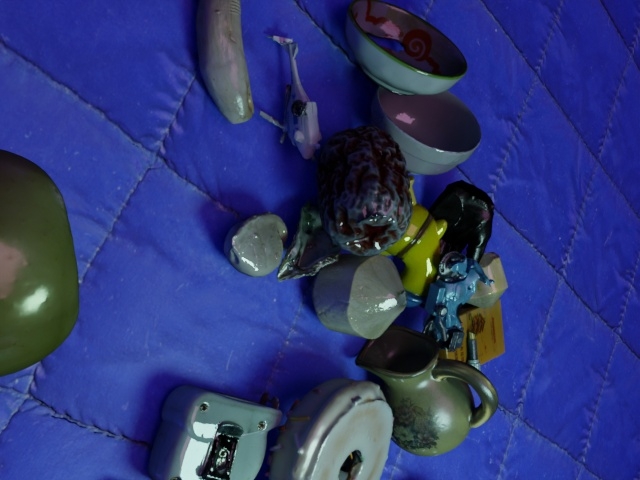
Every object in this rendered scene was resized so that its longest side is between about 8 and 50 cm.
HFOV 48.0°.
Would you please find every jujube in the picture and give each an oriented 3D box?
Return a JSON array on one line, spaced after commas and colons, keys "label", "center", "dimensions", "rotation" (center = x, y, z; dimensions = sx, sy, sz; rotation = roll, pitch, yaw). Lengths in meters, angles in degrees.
[{"label": "jujube", "center": [0.097, -0.114, 1.618], "dimensions": [0.226, 0.226, 0.317], "rotation": [42, 27, -35]}]

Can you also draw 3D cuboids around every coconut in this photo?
[{"label": "coconut", "center": [0.099, 0.129, 1.676], "dimensions": [0.202, 0.222, 0.202], "rotation": [-2, 93, -48]}, {"label": "coconut", "center": [0.455, 0.117, 2.037], "dimensions": [0.147, 0.147, 0.153], "rotation": [-8, 84, -41]}]

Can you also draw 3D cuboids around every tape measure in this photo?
[{"label": "tape measure", "center": [-0.213, 0.416, 1.473], "dimensions": [0.243, 0.125, 0.246], "rotation": [25, 75, -39]}]

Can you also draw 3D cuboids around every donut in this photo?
[{"label": "donut", "center": [0.019, 0.487, 1.633], "dimensions": [0.382, 0.142, 0.383], "rotation": [-26, 123, -47]}]

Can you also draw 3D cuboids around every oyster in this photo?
[{"label": "oyster", "center": [0.002, -0.001, 1.657], "dimensions": [0.199, 0.087, 0.252], "rotation": [23, 54, -31]}]

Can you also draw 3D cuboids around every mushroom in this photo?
[{"label": "mushroom", "center": [-0.197, -0.418, 1.481], "dimensions": [0.122, 0.095, 0.351], "rotation": [-21, 108, -58]}]

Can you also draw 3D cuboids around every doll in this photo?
[{"label": "doll", "center": [0.233, 0.015, 1.830], "dimensions": [0.145, 0.199, 0.363], "rotation": [-67, 143, -64]}]

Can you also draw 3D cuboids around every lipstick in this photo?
[{"label": "lipstick", "center": [0.425, 0.309, 2.001], "dimensions": [0.037, 0.037, 0.116], "rotation": [-3, 91, -42]}]

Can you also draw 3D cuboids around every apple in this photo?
[{"label": "apple", "center": [-0.526, 0.039, 1.040], "dimensions": [0.357, 0.357, 0.357], "rotation": [-2, 93, -42]}]

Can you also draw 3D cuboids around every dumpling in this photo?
[{"label": "dumpling", "center": [-0.138, 0.004, 1.544], "dimensions": [0.176, 0.092, 0.150], "rotation": [34, 72, -38]}]

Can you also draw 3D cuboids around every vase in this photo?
[{"label": "vase", "center": [0.282, 0.370, 1.778], "dimensions": [0.241, 0.329, 0.302], "rotation": [-48, 122, -44]}]

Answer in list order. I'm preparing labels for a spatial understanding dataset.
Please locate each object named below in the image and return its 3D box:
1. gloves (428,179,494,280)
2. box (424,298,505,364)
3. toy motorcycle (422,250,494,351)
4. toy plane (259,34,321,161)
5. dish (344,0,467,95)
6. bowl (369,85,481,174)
[{"label": "gloves", "center": [0.362, -0.006, 1.944], "dimensions": [0.301, 0.197, 0.152], "rotation": [-62, 172, 7]}, {"label": "box", "center": [0.419, 0.278, 2.066], "dimensions": [0.274, 0.076, 0.174], "rotation": [-15, 103, -40]}, {"label": "toy motorcycle", "center": [0.349, 0.155, 1.858], "dimensions": [0.182, 0.123, 0.272], "rotation": [1, 109, -34]}, {"label": "toy plane", "center": [-0.043, -0.321, 1.613], "dimensions": [0.182, 0.107, 0.273], "rotation": [17, 76, -46]}, {"label": "dish", "center": [0.187, -0.445, 1.745], "dimensions": [0.324, 0.124, 0.324], "rotation": [19, 38, -16]}, {"label": "bowl", "center": [0.244, -0.268, 1.798], "dimensions": [0.287, 0.144, 0.287], "rotation": [14, 44, -14]}]
